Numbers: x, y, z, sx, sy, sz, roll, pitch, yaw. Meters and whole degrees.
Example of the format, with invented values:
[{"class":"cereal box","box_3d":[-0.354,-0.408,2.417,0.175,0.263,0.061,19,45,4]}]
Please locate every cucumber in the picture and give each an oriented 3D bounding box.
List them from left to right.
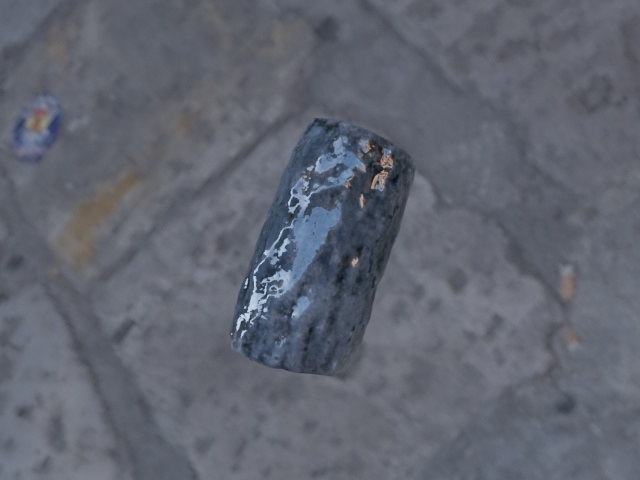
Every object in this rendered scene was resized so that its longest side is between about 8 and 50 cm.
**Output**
[{"class":"cucumber","box_3d":[0.000,0.002,0.828,0.064,0.064,0.112,21,95,43]}]
